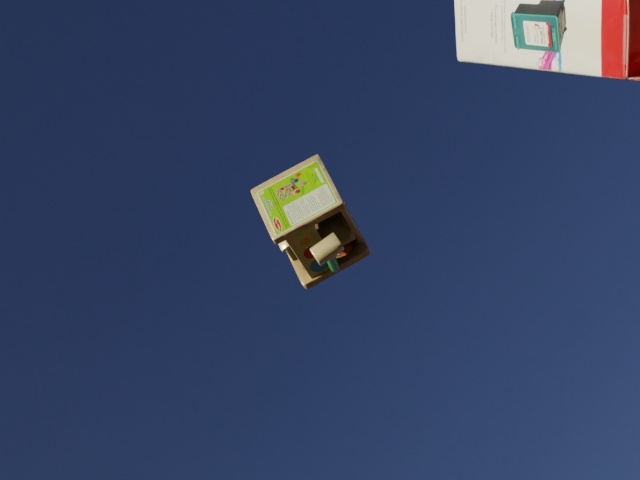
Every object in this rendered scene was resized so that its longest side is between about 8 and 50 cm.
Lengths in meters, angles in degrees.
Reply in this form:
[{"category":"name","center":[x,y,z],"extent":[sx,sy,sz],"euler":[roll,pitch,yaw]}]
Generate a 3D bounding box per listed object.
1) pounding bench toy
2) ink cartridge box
[{"category":"pounding bench toy","center":[0.000,0.000,0.871],"extent":[0.052,0.083,0.065],"euler":[-28,-44,2]},{"category":"ink cartridge box","center":[0.243,-0.189,1.121],"extent":[0.134,0.231,0.078],"euler":[-19,-67,-40]}]
